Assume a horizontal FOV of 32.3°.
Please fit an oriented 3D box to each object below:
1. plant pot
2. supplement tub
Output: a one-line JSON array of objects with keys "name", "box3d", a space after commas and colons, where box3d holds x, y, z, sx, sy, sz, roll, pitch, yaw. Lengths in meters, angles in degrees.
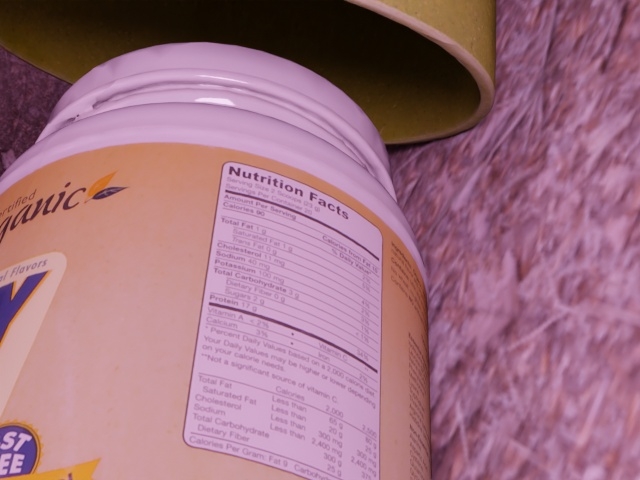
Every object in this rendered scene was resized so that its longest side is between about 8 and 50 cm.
[{"name": "plant pot", "box3d": [-0.021, -0.231, 0.600, 0.275, 0.275, 0.293, 168, 114, -66]}, {"name": "supplement tub", "box3d": [-0.064, 0.083, 0.498, 0.228, 0.228, 0.316, -49, 27, 41]}]
